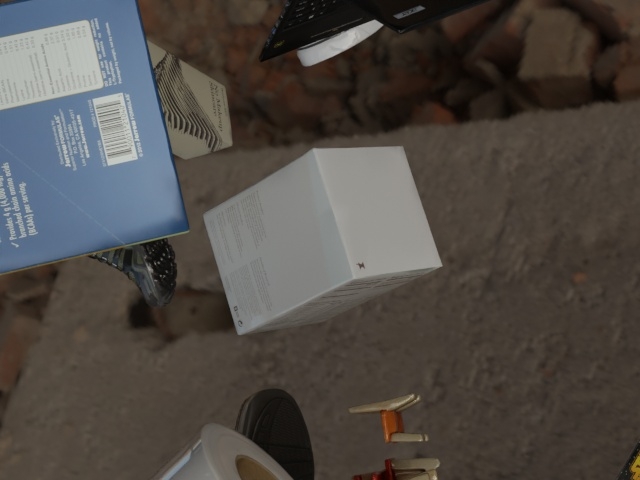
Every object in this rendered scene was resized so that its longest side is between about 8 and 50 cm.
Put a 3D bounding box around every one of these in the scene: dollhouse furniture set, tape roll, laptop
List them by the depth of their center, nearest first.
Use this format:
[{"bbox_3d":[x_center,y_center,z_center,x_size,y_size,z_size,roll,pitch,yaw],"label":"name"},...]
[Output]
[{"bbox_3d":[0.095,-0.237,1.379,0.137,0.234,0.264,61,153,12],"label":"laptop"},{"bbox_3d":[-0.119,0.374,1.683,0.169,0.246,0.246,-45,45,9],"label":"tape roll"},{"bbox_3d":[0.095,0.350,1.806,0.135,0.259,0.262,-11,80,8],"label":"dollhouse furniture set"}]

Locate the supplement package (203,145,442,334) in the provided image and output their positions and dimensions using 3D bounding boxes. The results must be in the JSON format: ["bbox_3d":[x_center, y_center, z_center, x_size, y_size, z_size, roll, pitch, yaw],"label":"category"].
[{"bbox_3d":[0.000,0.000,1.993,0.262,0.198,0.199,-28,75,42],"label":"supplement package"}]

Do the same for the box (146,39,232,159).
[{"bbox_3d":[-0.238,-0.211,2.010,0.094,0.275,0.113,-14,76,21],"label":"box"}]

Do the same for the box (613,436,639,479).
[{"bbox_3d":[0.298,0.170,1.052,0.094,0.027,0.137,31,92,12],"label":"box"}]

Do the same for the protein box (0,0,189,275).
[{"bbox_3d":[-0.225,-0.086,1.047,0.136,0.201,0.200,-140,37,-78],"label":"protein box"}]

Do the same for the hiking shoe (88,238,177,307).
[{"bbox_3d":[-0.293,0.004,1.921,0.114,0.086,0.227,-29,89,24],"label":"hiking shoe"}]

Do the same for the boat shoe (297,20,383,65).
[{"bbox_3d":[0.076,-0.383,2.024,0.306,0.105,0.113,-36,18,-4],"label":"boat shoe"}]

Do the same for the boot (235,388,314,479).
[{"bbox_3d":[-0.137,0.422,2.056,0.284,0.138,0.378,-11,81,53],"label":"boot"}]
